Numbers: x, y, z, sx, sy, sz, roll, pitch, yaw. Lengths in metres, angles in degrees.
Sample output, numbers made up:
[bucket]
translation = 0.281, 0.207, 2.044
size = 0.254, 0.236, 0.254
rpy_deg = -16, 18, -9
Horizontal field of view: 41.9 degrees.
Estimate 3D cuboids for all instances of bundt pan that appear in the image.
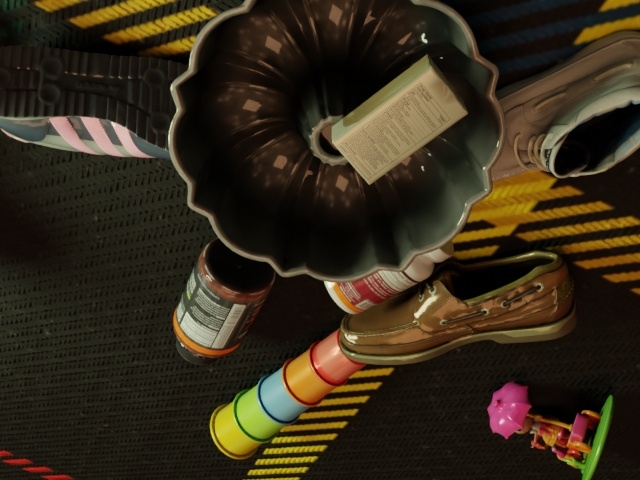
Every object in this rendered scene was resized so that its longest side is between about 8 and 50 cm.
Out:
[bundt pan]
translation = 0.015, -0.126, 0.860
size = 0.331, 0.124, 0.331
rpy_deg = 0, 120, -1

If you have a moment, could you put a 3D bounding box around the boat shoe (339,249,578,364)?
[boat shoe]
translation = 0.162, 0.074, 1.059
size = 0.307, 0.111, 0.104
rpy_deg = -13, 124, 13

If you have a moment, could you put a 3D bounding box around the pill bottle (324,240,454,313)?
[pill bottle]
translation = 0.084, 0.024, 1.033
size = 0.152, 0.086, 0.086
rpy_deg = -30, 118, 26

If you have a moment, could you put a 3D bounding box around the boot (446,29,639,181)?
[boot]
translation = 0.228, -0.107, 0.853
size = 0.095, 0.123, 0.258
rpy_deg = 40, 129, -21

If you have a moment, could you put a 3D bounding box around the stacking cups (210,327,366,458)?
[stacking cups]
translation = -0.040, 0.232, 1.259
size = 0.096, 0.096, 0.316
rpy_deg = 38, 129, -19

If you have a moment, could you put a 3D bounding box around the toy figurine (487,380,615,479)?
[toy figurine]
translation = 0.319, 0.262, 1.198
size = 0.159, 0.130, 0.173
rpy_deg = 18, 160, 17

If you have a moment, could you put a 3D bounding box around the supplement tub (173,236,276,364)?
[supplement tub]
translation = -0.140, 0.090, 1.146
size = 0.106, 0.106, 0.198
rpy_deg = 24, 134, -7

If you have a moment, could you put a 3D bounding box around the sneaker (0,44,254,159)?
[sneaker]
translation = -0.231, -0.148, 0.977
size = 0.319, 0.112, 0.131
rpy_deg = 12, 166, -5

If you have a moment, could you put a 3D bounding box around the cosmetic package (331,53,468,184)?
[cosmetic package]
translation = 0.072, -0.111, 0.774
size = 0.115, 0.041, 0.060
rpy_deg = -34, 114, 18
